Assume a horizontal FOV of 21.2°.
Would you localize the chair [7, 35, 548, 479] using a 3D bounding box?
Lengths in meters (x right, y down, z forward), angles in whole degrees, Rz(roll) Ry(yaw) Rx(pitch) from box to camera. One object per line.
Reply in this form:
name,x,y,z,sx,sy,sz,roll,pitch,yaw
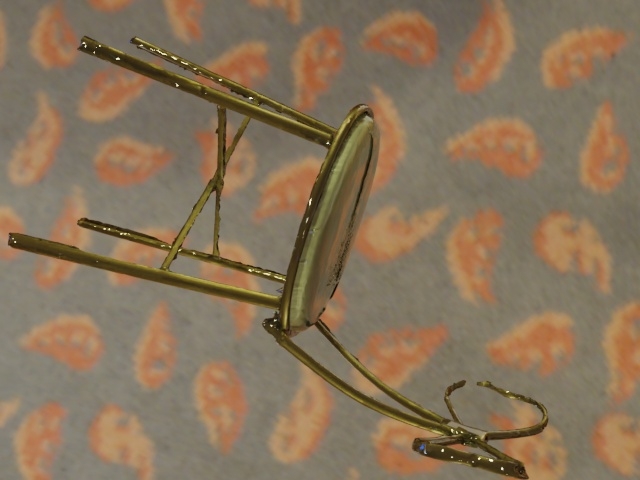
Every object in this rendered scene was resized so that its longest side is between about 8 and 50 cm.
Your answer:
chair,0.000,0.000,1.015,0.326,0.160,0.170,20,99,8
